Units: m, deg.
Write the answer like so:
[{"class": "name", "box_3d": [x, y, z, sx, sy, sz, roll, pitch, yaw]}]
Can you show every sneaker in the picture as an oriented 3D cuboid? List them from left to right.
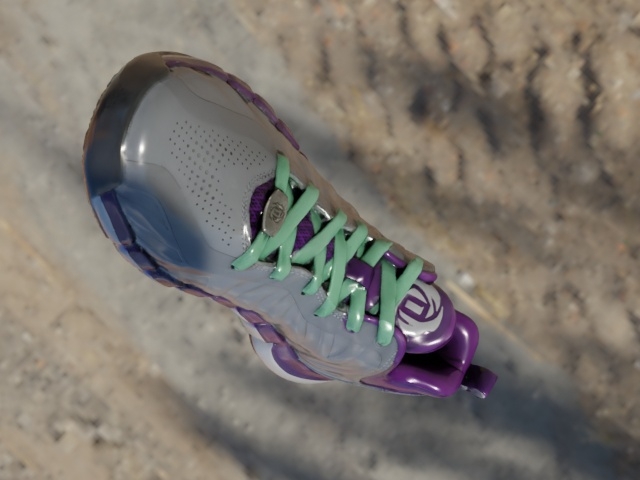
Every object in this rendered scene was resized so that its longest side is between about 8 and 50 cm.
[{"class": "sneaker", "box_3d": [0.000, 0.000, 0.631, 0.098, 0.083, 0.224, 14, 164, 29]}]
